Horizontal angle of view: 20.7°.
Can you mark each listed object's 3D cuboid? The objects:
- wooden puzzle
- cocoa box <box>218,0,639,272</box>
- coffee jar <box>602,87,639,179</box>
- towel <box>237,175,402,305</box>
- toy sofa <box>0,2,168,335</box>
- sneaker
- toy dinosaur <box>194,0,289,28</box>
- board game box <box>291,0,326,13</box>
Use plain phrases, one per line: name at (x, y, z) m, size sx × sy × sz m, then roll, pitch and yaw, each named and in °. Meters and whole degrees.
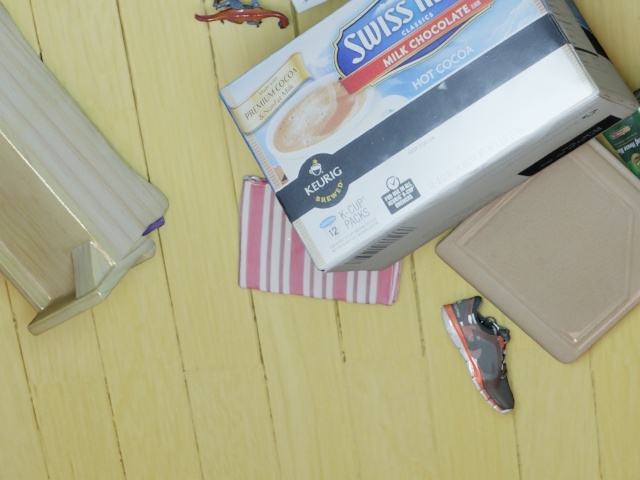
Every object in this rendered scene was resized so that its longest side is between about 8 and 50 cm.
wooden puzzle at (0.288, 0.004, 2.034) m, size 0.221 × 0.044 × 0.238 m, roll 41°, pitch 115°, yaw -12°
cocoa box at (0.117, -0.149, 1.847) m, size 0.347 × 0.231 × 0.228 m, roll -33°, pitch 79°, yaw 17°
coffee jar at (0.395, -0.083, 1.935) m, size 0.184 × 0.079 × 0.096 m, roll 54°, pitch 149°, yaw -2°
towel at (0.000, 0.000, 2.066) m, size 0.197 × 0.029 × 0.144 m, roll 7°, pitch 113°, yaw 5°
toy sofa at (-0.357, -0.085, 2.014) m, size 0.150 × 0.177 × 0.362 m, roll -27°, pitch 110°, yaw 41°
sneaker at (0.203, 0.135, 2.085) m, size 0.065 × 0.061 × 0.158 m, roll -27°, pitch 108°, yaw 9°
toy dinosaur at (-0.080, -0.247, 1.949) m, size 0.082 × 0.090 × 0.047 m, roll 18°, pitch 135°, yaw 31°
board game box at (0.050, -0.441, 1.842) m, size 0.302 × 0.086 × 0.308 m, roll -22°, pitch 109°, yaw 14°
